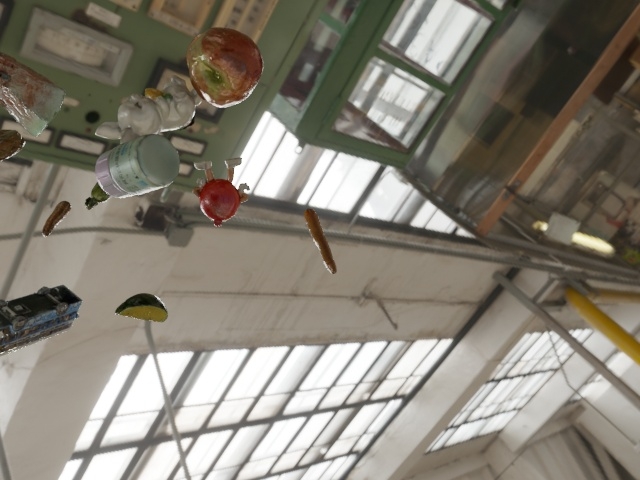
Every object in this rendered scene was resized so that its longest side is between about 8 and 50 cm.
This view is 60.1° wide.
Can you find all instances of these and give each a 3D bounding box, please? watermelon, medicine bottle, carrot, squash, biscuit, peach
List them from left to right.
[{"bbox_3d":[-1.066,-0.283,1.707,0.296,0.075,0.296,-7,-150,4],"label":"biscuit"},{"bbox_3d":[-0.734,-0.385,1.327,0.241,0.095,0.154,40,-128,-40],"label":"watermelon"},{"bbox_3d":[-0.876,-0.072,1.825,0.047,0.047,0.191,27,-149,-15],"label":"carrot"},{"bbox_3d":[-0.705,-0.209,1.857,0.318,0.080,0.071,-91,-17,-49],"label":"squash"},{"bbox_3d":[-0.448,-0.179,1.352,0.135,0.169,0.135,20,-115,-51],"label":"medicine bottle"},{"bbox_3d":[-0.568,0.227,1.827,0.075,0.091,0.182,17,174,43],"label":"watermelon"},{"bbox_3d":[-0.288,-0.538,1.697,0.232,0.232,0.256,30,-147,-7],"label":"peach"},{"bbox_3d":[0.000,0.000,1.690,0.043,0.043,0.247,12,-135,-42],"label":"carrot"}]

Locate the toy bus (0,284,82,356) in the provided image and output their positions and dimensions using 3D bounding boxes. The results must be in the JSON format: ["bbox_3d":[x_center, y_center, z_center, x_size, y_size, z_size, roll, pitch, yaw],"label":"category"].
[{"bbox_3d":[-0.824,0.224,1.545,0.106,0.131,0.297,33,-158,17],"label":"toy bus"}]

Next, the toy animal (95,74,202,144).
[{"bbox_3d":[-0.537,-0.395,1.761,0.209,0.325,0.154,25,151,26],"label":"toy animal"}]

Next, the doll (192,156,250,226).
[{"bbox_3d":[-0.319,-0.155,1.793,0.183,0.217,0.085,-5,-174,-2],"label":"doll"}]

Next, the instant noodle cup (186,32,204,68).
[{"bbox_3d":[-0.343,-0.615,1.915,0.168,0.168,0.185,37,-164,11],"label":"instant noodle cup"}]
